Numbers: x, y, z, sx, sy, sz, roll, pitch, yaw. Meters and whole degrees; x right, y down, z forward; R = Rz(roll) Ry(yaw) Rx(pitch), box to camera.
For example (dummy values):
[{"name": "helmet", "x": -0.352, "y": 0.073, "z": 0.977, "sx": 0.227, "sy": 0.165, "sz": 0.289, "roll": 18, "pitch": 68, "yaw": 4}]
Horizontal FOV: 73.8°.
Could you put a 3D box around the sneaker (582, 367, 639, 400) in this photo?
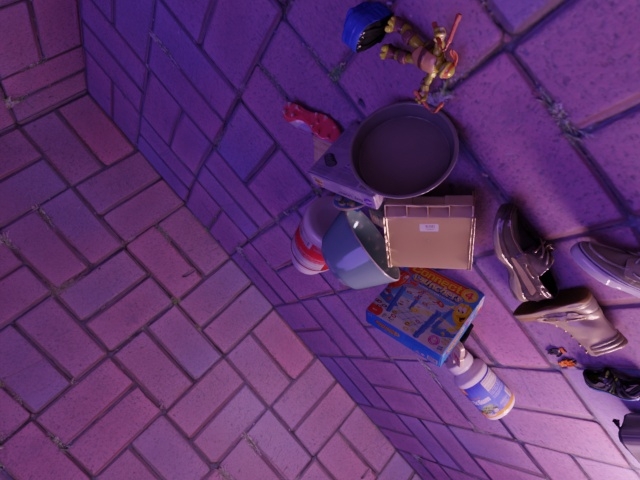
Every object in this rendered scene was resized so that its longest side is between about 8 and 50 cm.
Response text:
[{"name": "sneaker", "x": 0.901, "y": 0.437, "z": 1.311, "sx": 0.078, "sy": 0.067, "sz": 0.188, "roll": 49, "pitch": 156, "yaw": -16}]

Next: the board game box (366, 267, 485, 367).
[{"name": "board game box", "x": 0.376, "y": 0.247, "z": 1.541, "sx": 0.309, "sy": 0.302, "sz": 0.086, "roll": 28, "pitch": 146, "yaw": 30}]

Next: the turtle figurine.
[{"name": "turtle figurine", "x": 0.252, "y": -0.459, "z": 1.032, "sx": 0.217, "sy": 0.087, "sz": 0.269, "roll": 44, "pitch": 161, "yaw": 23}]

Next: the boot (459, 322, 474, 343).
[{"name": "boot", "x": 0.527, "y": 0.331, "z": 1.640, "sx": 0.099, "sy": 0.121, "sz": 0.045, "roll": 39, "pitch": 146, "yaw": 5}]

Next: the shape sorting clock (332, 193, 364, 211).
[{"name": "shape sorting clock", "x": 0.134, "y": -0.164, "z": 1.401, "sx": 0.206, "sy": 0.206, "sz": 0.040, "roll": 15, "pitch": 141, "yaw": 45}]

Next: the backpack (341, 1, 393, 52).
[{"name": "backpack", "x": 0.106, "y": -0.542, "z": 1.088, "sx": 0.101, "sy": 0.120, "sz": 0.098, "roll": 40, "pitch": 152, "yaw": 13}]

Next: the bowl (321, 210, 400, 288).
[{"name": "bowl", "x": 0.120, "y": 0.046, "z": 1.468, "sx": 0.163, "sy": 0.311, "sz": 0.311, "roll": -36, "pitch": 98, "yaw": 19}]

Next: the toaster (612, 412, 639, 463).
[{"name": "toaster", "x": 1.036, "y": 0.617, "z": 1.299, "sx": 0.227, "sy": 0.129, "sz": 0.146, "roll": 48, "pitch": 148, "yaw": 2}]

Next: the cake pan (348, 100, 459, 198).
[{"name": "cake pan", "x": 0.226, "y": -0.242, "z": 1.172, "sx": 0.293, "sy": 0.293, "sz": 0.054, "roll": 34, "pitch": 175, "yaw": 23}]

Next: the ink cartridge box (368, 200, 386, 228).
[{"name": "ink cartridge box", "x": 0.241, "y": -0.083, "z": 1.516, "sx": 0.198, "sy": 0.067, "sz": 0.115, "roll": 35, "pitch": 170, "yaw": 22}]

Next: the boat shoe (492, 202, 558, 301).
[{"name": "boat shoe", "x": 0.585, "y": 0.035, "z": 1.192, "sx": 0.130, "sy": 0.132, "sz": 0.355, "roll": 0, "pitch": 136, "yaw": 42}]

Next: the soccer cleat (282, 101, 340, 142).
[{"name": "soccer cleat", "x": -0.027, "y": -0.410, "z": 1.508, "sx": 0.248, "sy": 0.083, "sz": 0.095, "roll": 31, "pitch": 178, "yaw": 18}]

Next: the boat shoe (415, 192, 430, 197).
[{"name": "boat shoe", "x": 0.316, "y": -0.146, "z": 1.359, "sx": 0.073, "sy": 0.073, "sz": 0.207, "roll": 30, "pitch": 160, "yaw": 52}]

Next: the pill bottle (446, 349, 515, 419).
[{"name": "pill bottle", "x": 0.651, "y": 0.587, "z": 1.760, "sx": 0.272, "sy": 0.152, "sz": 0.152, "roll": 47, "pitch": 152, "yaw": -1}]

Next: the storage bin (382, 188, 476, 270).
[{"name": "storage bin", "x": 0.333, "y": -0.038, "z": 1.311, "sx": 0.263, "sy": 0.123, "sz": 0.260, "roll": 2, "pitch": 134, "yaw": 17}]

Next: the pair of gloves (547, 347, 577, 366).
[{"name": "pair of gloves", "x": 0.814, "y": 0.396, "z": 1.438, "sx": 0.083, "sy": 0.010, "sz": 0.074, "roll": 46, "pitch": 152, "yaw": 4}]

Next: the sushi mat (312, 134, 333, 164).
[{"name": "sushi mat", "x": 0.093, "y": -0.273, "z": 1.563, "sx": 0.317, "sy": 0.019, "sz": 0.151, "roll": 32, "pitch": 149, "yaw": 26}]

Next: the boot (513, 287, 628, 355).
[{"name": "boot", "x": 0.737, "y": 0.253, "z": 1.278, "sx": 0.203, "sy": 0.095, "sz": 0.262, "roll": 48, "pitch": 148, "yaw": -4}]

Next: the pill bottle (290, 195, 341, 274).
[{"name": "pill bottle", "x": 0.000, "y": 0.000, "z": 1.819, "sx": 0.229, "sy": 0.229, "sz": 0.407, "roll": 44, "pitch": 152, "yaw": 6}]

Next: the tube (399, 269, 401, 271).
[{"name": "tube", "x": 0.348, "y": 0.191, "z": 1.775, "sx": 0.207, "sy": 0.052, "sz": 0.080, "roll": 58, "pitch": 147, "yaw": 7}]

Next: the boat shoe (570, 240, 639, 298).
[{"name": "boat shoe", "x": 0.764, "y": 0.074, "z": 1.020, "sx": 0.303, "sy": 0.109, "sz": 0.094, "roll": 30, "pitch": 133, "yaw": 12}]

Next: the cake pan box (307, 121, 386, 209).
[{"name": "cake pan box", "x": 0.137, "y": -0.237, "z": 1.306, "sx": 0.267, "sy": 0.245, "sz": 0.070, "roll": 25, "pitch": 159, "yaw": 33}]

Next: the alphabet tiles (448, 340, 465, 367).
[{"name": "alphabet tiles", "x": 0.483, "y": 0.361, "z": 1.698, "sx": 0.284, "sy": 0.021, "sz": 0.277, "roll": -119, "pitch": 10, "yaw": -47}]
